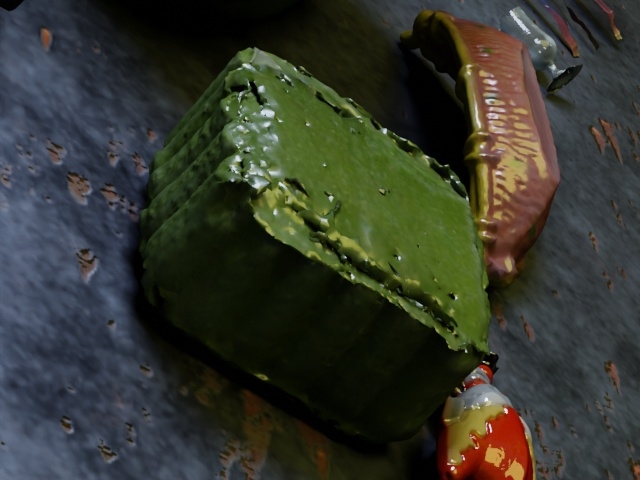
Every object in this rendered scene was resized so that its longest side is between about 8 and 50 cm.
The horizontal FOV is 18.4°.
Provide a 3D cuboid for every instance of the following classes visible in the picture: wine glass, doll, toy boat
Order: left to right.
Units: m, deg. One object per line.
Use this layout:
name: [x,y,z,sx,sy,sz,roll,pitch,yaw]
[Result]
doll: [0.099,0.124,1.232,0.109,0.057,0.169,48,15,-29]
toy boat: [0.128,-0.081,1.520,0.318,0.099,0.141,-98,162,-49]
wine glass: [0.197,-0.174,1.789,0.083,0.042,0.039,52,-1,20]

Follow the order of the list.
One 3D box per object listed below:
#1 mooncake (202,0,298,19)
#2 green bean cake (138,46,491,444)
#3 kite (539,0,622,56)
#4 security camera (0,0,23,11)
mooncake: [0.010,-0.326,1.416,0.194,0.356,0.356,46,28,5]
green bean cake: [0.000,0.000,1.206,0.214,0.113,0.200,32,30,-21]
kite: [0.164,-0.326,1.979,0.360,0.022,0.204,48,28,10]
security camera: [-0.196,-0.307,1.196,0.191,0.277,0.197,29,32,-29]
